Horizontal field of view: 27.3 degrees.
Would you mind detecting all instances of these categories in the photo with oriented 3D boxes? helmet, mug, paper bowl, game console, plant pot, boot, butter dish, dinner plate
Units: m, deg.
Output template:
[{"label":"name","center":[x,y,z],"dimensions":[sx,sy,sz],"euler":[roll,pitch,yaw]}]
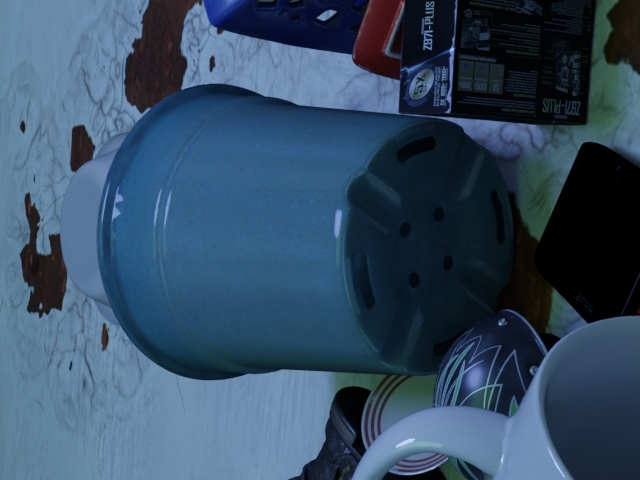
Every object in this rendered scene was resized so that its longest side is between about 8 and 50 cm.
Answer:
[{"label":"helmet","center":[0.183,0.153,1.219],"dimensions":[0.169,0.162,0.169],"euler":[-39,44,51]},{"label":"mug","center":[0.202,0.255,1.057],"dimensions":[0.276,0.374,0.328],"euler":[-66,-5,-53]},{"label":"paper bowl","center":[-0.276,-0.015,1.913],"dimensions":[0.284,0.148,0.284],"euler":[-1,89,54]},{"label":"game console","center":[0.294,-0.102,1.137],"dimensions":[0.213,0.044,0.361],"euler":[-119,49,-70]},{"label":"plant pot","center":[0.000,0.000,1.392],"dimensions":[0.334,0.341,0.341],"euler":[5,93,46]},{"label":"plant pot","center":[0.004,-0.364,1.455],"dimensions":[0.212,0.236,0.235],"euler":[-31,65,43]},{"label":"boot","center":[0.048,0.321,1.514],"dimensions":[0.263,0.091,0.229],"euler":[61,141,41]},{"label":"butter dish","center":[0.121,-0.249,1.374],"dimensions":[0.118,0.160,0.160],"euler":[-105,31,-60]},{"label":"dinner plate","center":[0.108,0.189,1.428],"dimensions":[0.141,0.017,0.141],"euler":[-19,52,27]}]

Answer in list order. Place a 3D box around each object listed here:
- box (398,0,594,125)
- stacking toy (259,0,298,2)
[{"label":"box","center":[0.169,-0.187,1.250],"dimensions":[0.078,0.180,0.147],"euler":[8,97,53]},{"label":"stacking toy","center":[-0.075,-0.461,1.654],"dimensions":[0.141,0.141,0.330],"euler":[1,86,55]}]
